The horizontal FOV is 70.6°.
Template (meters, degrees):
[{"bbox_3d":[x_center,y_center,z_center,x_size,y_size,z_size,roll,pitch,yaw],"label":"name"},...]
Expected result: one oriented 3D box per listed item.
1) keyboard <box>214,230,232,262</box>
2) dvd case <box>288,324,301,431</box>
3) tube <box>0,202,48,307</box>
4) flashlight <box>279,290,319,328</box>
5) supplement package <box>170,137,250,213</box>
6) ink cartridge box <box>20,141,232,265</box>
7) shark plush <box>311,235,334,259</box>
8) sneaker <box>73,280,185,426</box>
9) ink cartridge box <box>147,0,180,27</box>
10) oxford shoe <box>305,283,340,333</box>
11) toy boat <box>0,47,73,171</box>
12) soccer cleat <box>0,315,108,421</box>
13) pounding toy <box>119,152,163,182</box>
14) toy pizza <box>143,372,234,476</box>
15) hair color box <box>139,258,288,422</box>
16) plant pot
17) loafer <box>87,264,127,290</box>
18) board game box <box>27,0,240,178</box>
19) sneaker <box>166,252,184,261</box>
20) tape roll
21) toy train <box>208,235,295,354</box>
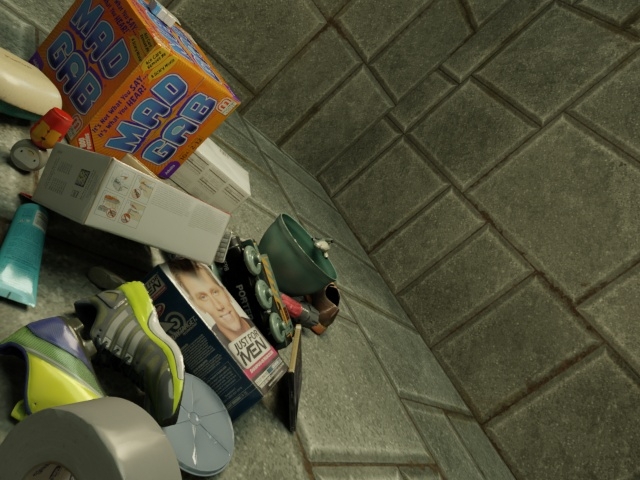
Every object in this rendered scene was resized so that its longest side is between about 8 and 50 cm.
[{"bbox_3d":[-0.313,-0.002,1.066,0.256,0.072,0.014,9,-5,31],"label":"keyboard"},{"bbox_3d":[-0.061,0.336,1.136,0.221,0.018,0.164,-86,176,-72],"label":"dvd case"},{"bbox_3d":[-0.507,0.019,0.768,0.080,0.052,0.207,30,27,-39],"label":"tube"},{"bbox_3d":[-0.112,0.200,1.410,0.304,0.103,0.103,37,44,-44],"label":"flashlight"},{"bbox_3d":[-0.398,-0.240,1.620,0.262,0.145,0.204,42,15,-30],"label":"supplement package"},{"bbox_3d":[-0.398,-0.076,0.944,0.272,0.130,0.309,18,-6,33],"label":"ink cartridge box"},{"bbox_3d":[0.000,0.000,1.594,0.067,0.073,0.161,17,23,-12],"label":"shark plush"},{"bbox_3d":[-0.319,0.191,0.754,0.121,0.111,0.300,-10,40,-39],"label":"sneaker"},{"bbox_3d":[-0.445,-0.643,1.290,0.083,0.028,0.048,29,24,-51],"label":"ink cartridge box"},{"bbox_3d":[0.019,0.211,1.718,0.130,0.133,0.363,44,14,-20],"label":"oxford shoe"},{"bbox_3d":[-0.668,-0.294,0.972,0.318,0.148,0.267,45,7,15],"label":"toy boat"},{"bbox_3d":[-0.346,0.242,0.625,0.121,0.093,0.289,-22,73,-44],"label":"soccer cleat"},{"bbox_3d":[-0.450,-0.126,1.154,0.181,0.094,0.206,44,-6,-23],"label":"pounding toy"},{"bbox_3d":[-0.235,0.325,0.807,0.201,0.032,0.201,46,13,-14],"label":"toy pizza"},{"bbox_3d":[-0.236,0.202,0.991,0.347,0.105,0.174,49,13,5],"label":"hair color box"},{"bbox_3d":[-0.108,0.077,1.537,0.293,0.196,0.293,49,9,-11],"label":"plant pot"},{"bbox_3d":[-0.402,0.093,0.904,0.125,0.045,0.039,43,7,-11],"label":"loafer"},{"bbox_3d":[-0.539,-0.465,1.338,0.356,0.356,0.356,54,15,21],"label":"board game box"},{"bbox_3d":[-0.336,0.030,1.159,0.262,0.104,0.125,46,16,-11],"label":"sneaker"},{"bbox_3d":[-0.251,0.281,0.470,0.219,0.219,0.072,54,15,22],"label":"tape roll"},{"bbox_3d":[-0.170,0.146,1.164,0.190,0.142,0.333,-9,79,-79],"label":"toy train"}]
